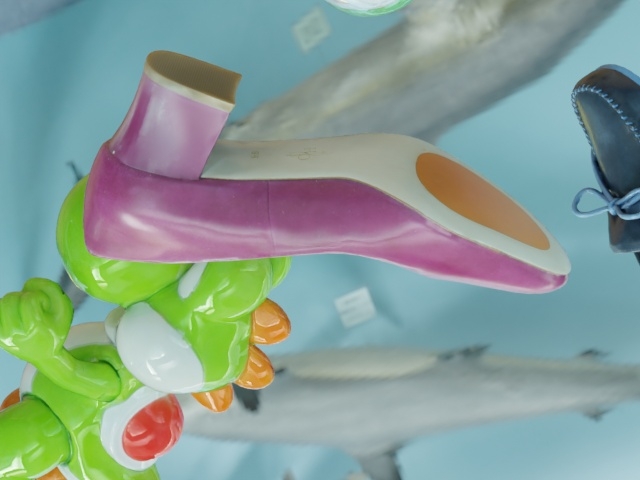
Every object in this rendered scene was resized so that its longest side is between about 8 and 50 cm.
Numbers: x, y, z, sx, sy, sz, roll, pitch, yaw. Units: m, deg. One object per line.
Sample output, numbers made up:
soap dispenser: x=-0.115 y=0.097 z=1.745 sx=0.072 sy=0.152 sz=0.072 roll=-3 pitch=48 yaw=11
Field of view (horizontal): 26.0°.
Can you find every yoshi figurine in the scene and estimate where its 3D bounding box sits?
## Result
yoshi figurine: x=-0.177 y=0.066 z=1.075 sx=0.203 sy=0.203 sz=0.362 roll=25 pitch=129 yaw=-32

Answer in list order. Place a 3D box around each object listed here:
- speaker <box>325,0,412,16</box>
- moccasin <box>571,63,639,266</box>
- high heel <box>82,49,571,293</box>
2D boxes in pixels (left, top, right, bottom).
speaker: x=0.013 y=-0.287 z=1.031 sx=0.131 sy=0.131 sz=0.296 roll=-23 pitch=156 yaw=4
moccasin: x=0.354 y=-0.018 z=1.428 sx=0.117 sy=0.342 sz=0.138 roll=-34 pitch=-178 yaw=-14
high heel: x=0.000 y=0.000 z=0.712 sx=0.082 sy=0.244 sz=0.117 roll=-86 pitch=-162 yaw=-60
